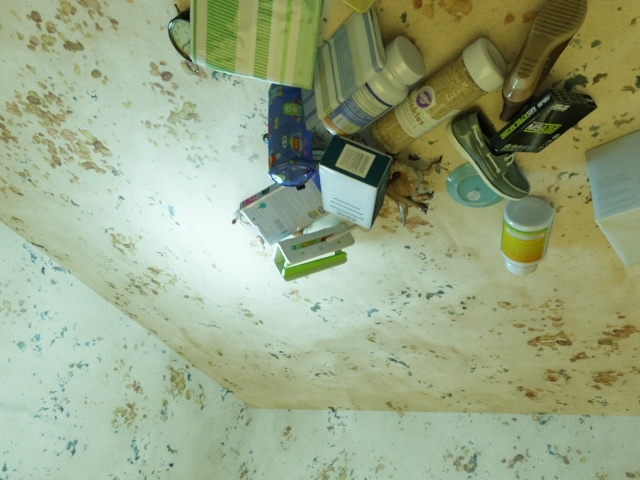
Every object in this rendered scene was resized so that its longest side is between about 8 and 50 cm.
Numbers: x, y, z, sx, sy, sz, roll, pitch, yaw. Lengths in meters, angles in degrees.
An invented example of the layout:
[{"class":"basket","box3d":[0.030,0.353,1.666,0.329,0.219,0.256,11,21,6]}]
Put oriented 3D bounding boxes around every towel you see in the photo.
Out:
[{"class":"towel","box3d":[0.046,-0.425,1.165,0.034,0.209,0.285,13,150,-38]},{"class":"towel","box3d":[-0.163,-0.526,1.159,0.325,0.038,0.247,11,120,2]}]

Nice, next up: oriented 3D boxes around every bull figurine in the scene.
[{"class":"bull figurine","box3d":[-0.187,-0.046,1.777,0.311,0.101,0.188,2,142,20]}]

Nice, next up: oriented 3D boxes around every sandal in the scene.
[{"class":"sandal","box3d":[-0.031,-0.286,1.446,0.303,0.086,0.120,10,180,-16]}]

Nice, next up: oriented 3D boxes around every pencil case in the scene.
[{"class":"pencil case","box3d":[-0.079,-0.294,1.285,0.133,0.305,0.119,-1,158,-5]}]

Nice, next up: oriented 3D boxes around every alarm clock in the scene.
[{"class":"alarm clock","box3d":[-0.344,-0.537,1.276,0.129,0.064,0.192,30,145,1]}]

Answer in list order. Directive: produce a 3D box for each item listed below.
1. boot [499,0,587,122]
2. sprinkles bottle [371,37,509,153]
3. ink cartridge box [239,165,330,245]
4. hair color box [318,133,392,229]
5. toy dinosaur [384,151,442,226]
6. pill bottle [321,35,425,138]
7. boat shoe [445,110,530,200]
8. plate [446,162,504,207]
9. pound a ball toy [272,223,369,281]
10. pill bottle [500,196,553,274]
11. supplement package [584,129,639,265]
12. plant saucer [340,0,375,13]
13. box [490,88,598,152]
[{"class":"boot","box3d":[0.492,-0.409,1.071,0.090,0.248,0.207,35,180,15]},{"class":"sprinkles bottle","box3d":[0.293,-0.356,1.202,0.121,0.121,0.355,37,138,-22]},{"class":"ink cartridge box","box3d":[-0.095,-0.125,1.605,0.311,0.065,0.185,-27,125,11]},{"class":"hair color box","box3d":[0.099,-0.159,1.380,0.174,0.105,0.347,25,166,9]},{"class":"toy dinosaur","box3d":[0.245,-0.176,1.437,0.201,0.127,0.295,14,146,5]},{"class":"pill bottle","box3d":[0.127,-0.390,1.202,0.152,0.152,0.272,38,136,-23]},{"class":"boat shoe","box3d":[0.483,-0.229,1.285,0.319,0.116,0.099,39,141,-16]},{"class":"plate","box3d":[0.481,-0.161,1.437,0.188,0.024,0.188,10,140,9]},{"class":"pound a ball toy","box3d":[0.000,0.000,1.666,0.319,0.135,0.208,-17,148,-26]},{"class":"pill bottle","box3d":[0.639,-0.005,1.470,0.137,0.136,0.245,3,139,19]},{"class":"supplement package","box3d":[0.814,-0.116,1.168,0.199,0.262,0.198,-24,126,40]},{"class":"plant saucer","box3d":[0.032,-0.651,0.915,0.333,0.080,0.333,30,166,-15]},{"class":"box","box3d":[0.550,-0.289,1.163,0.191,0.045,0.184,-5,156,-34]}]
